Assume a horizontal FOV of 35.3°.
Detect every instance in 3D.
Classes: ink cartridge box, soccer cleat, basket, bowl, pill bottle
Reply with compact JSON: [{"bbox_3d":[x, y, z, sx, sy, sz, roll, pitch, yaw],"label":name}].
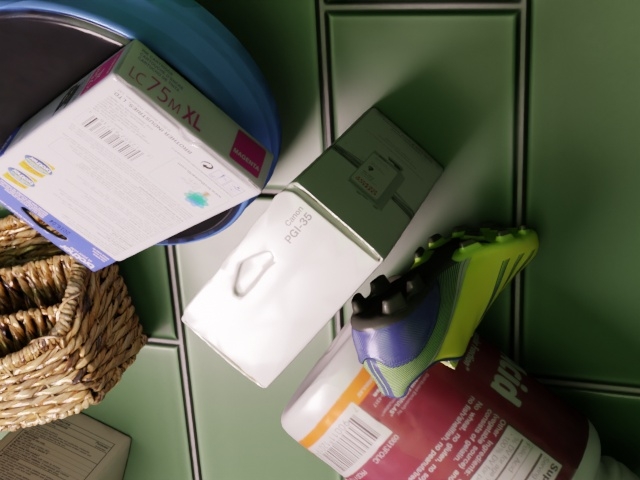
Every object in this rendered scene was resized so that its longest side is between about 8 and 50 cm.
[{"bbox_3d":[-0.217,-0.075,1.057,0.186,0.065,0.311,39,138,-26],"label":"ink cartridge box"},{"bbox_3d":[0.138,0.065,1.058,0.093,0.289,0.121,-2,110,45],"label":"soccer cleat"},{"bbox_3d":[-0.414,0.103,1.284,0.299,0.213,0.223,-9,112,21],"label":"basket"},{"bbox_3d":[-0.238,-0.136,1.106,0.391,0.077,0.391,13,144,10],"label":"bowl"},{"bbox_3d":[0.171,0.239,1.144,0.392,0.224,0.224,38,118,0],"label":"pill bottle"},{"bbox_3d":[0.000,0.000,1.066,0.117,0.283,0.207,41,119,0],"label":"ink cartridge box"}]

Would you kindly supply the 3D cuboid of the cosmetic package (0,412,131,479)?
[{"bbox_3d":[-0.395,0.361,1.345,0.153,0.296,0.129,23,118,10],"label":"cosmetic package"}]
